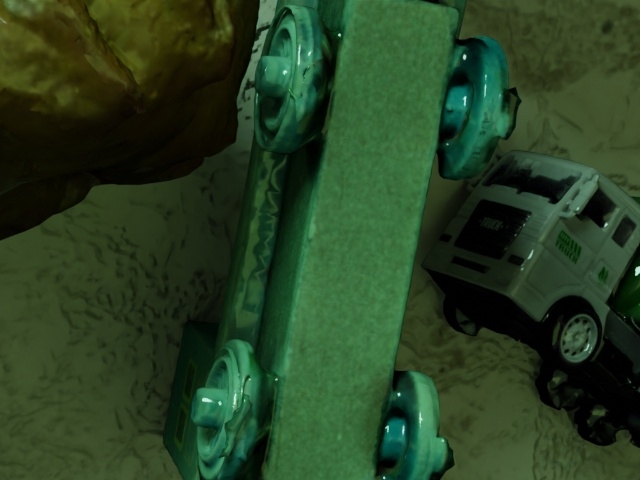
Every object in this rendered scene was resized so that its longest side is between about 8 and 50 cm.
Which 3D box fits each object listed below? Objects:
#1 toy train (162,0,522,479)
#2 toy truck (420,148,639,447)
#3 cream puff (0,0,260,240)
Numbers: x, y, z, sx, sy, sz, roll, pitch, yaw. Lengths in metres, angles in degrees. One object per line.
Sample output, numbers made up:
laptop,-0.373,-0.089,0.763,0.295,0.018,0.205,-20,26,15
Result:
toy train,0.000,0.000,0.895,0.120,0.194,0.298,9,97,-15
toy truck,0.176,0.045,1.053,0.242,0.101,0.125,39,80,-34
cream puff,-0.148,-0.077,0.773,0.269,0.241,0.154,-25,84,-5
